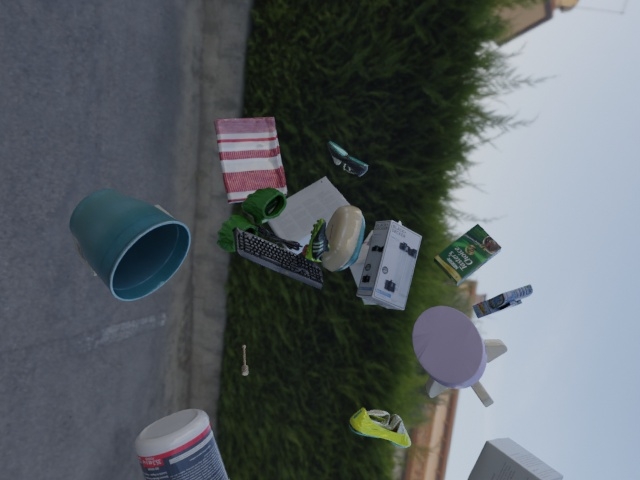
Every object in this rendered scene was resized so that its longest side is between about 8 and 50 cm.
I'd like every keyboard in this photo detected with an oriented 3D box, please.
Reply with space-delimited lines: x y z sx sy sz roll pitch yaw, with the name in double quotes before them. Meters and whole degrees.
"keyboard" -0.126 0.032 1.491 0.033 0.317 0.201 -49 -146 22

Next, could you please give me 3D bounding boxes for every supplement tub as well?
"supplement tub" -0.343 0.593 1.248 0.191 0.191 0.272 -40 113 -82

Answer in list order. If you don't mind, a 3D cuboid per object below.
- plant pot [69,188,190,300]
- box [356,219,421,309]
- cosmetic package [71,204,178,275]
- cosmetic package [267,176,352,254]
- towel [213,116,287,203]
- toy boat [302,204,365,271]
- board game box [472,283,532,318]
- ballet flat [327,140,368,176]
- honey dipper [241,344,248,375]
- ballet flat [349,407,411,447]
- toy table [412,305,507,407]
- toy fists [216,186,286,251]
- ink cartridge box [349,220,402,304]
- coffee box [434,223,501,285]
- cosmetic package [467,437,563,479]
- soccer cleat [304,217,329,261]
"plant pot" -0.563 -0.011 1.404 0.271 0.255 0.271 -46 160 -21
"box" 0.250 0.089 1.765 0.087 0.169 0.289 -5 -116 55
"cosmetic package" -0.659 -0.009 1.670 0.310 0.160 0.113 -21 131 -37
"cosmetic package" -0.057 -0.122 2.414 0.284 0.377 0.097 54 -9 37
"towel" -0.265 -0.314 1.870 0.037 0.237 0.328 150 -69 -69
"toy boat" 0.066 0.016 1.799 0.318 0.148 0.267 -34 -146 52
"board game box" 0.727 0.253 1.972 0.194 0.194 0.060 123 -50 -63
"ballet flat" 0.099 -0.328 2.005 0.074 0.203 0.074 -51 167 -16
"honey dipper" -0.345 0.539 2.213 0.160 0.031 0.030 -106 -162 -51
"ballet flat" 0.182 0.515 1.356 0.077 0.231 0.077 -60 -151 4
"toy table" 0.369 0.318 1.323 0.161 0.252 0.274 50 20 -30
"toy fists" -0.236 -0.071 1.660 0.279 0.142 0.096 -51 133 -14
"ink cartridge box" 0.261 0.085 2.047 0.353 0.119 0.207 -50 125 -50
"coffee box" 0.466 0.044 1.551 0.184 0.113 0.040 -36 157 -4
"cosmetic package" 0.557 0.689 1.406 0.151 0.184 0.151 18 97 -43
"soccer cleat" 0.000 0.000 1.565 0.060 0.073 0.178 -87 -167 -46
